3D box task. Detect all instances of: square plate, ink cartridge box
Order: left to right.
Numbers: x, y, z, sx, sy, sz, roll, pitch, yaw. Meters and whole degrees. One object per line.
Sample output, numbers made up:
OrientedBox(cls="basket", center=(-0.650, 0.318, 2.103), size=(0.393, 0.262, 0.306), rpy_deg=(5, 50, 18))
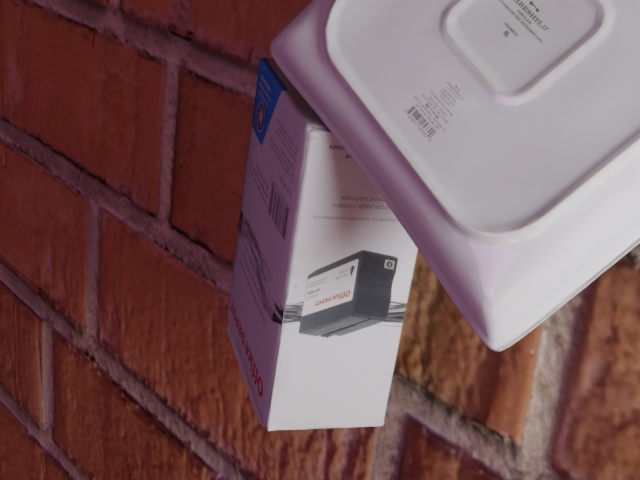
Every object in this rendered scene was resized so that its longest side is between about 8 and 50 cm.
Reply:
OrientedBox(cls="ink cartridge box", center=(0.000, 0.000, 1.034), size=(0.223, 0.129, 0.307), rpy_deg=(-120, 36, -60))
OrientedBox(cls="square plate", center=(0.159, -0.154, 0.782), size=(0.344, 0.049, 0.347), rpy_deg=(-40, 63, 12))
